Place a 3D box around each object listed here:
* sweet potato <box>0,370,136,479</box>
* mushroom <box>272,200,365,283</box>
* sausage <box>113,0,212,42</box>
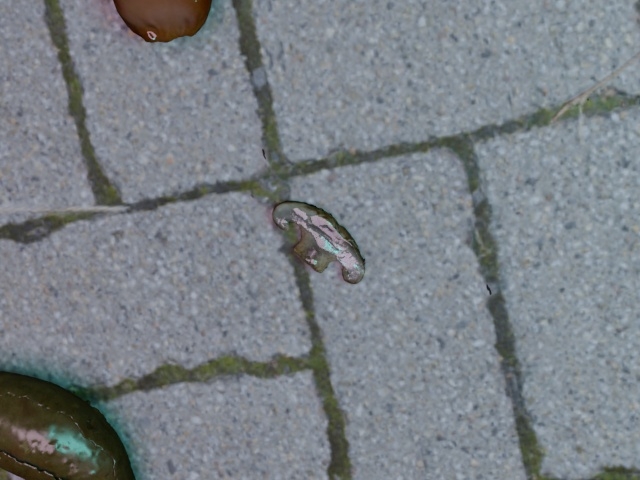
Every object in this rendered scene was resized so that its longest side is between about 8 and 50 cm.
[{"bbox_3d":[-0.249,0.196,0.953,0.310,0.098,0.124,38,110,2],"label":"sweet potato"},{"bbox_3d":[0.000,0.000,0.923,0.101,0.019,0.049,38,103,0],"label":"mushroom"},{"bbox_3d":[-0.147,-0.314,0.852,0.089,0.083,0.300,-10,102,2],"label":"sausage"}]
